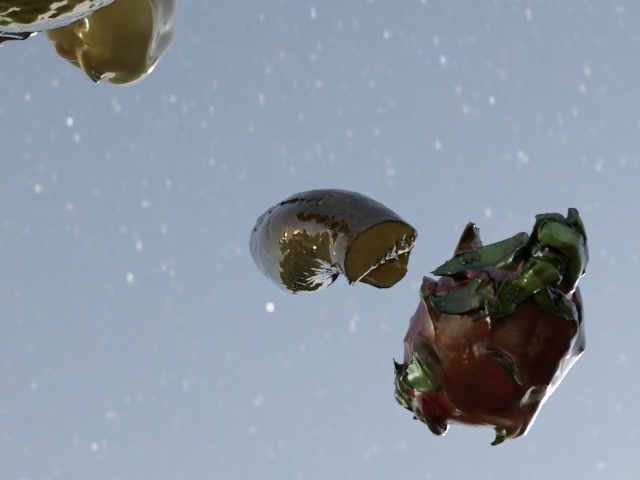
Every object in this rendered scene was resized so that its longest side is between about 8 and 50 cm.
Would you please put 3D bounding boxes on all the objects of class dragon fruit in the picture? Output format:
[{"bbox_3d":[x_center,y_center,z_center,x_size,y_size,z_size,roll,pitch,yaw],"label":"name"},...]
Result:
[{"bbox_3d":[0.166,0.080,1.702,0.200,0.198,0.269,-20,-35,-14],"label":"dragon fruit"}]

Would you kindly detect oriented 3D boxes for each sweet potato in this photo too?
[{"bbox_3d":[-0.001,0.007,1.420,0.112,0.085,0.286,10,-6,-10],"label":"sweet potato"}]

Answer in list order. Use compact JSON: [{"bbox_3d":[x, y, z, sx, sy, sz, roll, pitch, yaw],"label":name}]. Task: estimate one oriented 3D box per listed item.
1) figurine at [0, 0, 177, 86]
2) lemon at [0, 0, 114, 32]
[{"bbox_3d":[-0.209,-0.185,1.332,0.196,0.114,0.108,8,-62,4],"label":"figurine"},{"bbox_3d":[-0.196,-0.262,1.114,0.267,0.267,0.267,-2,-38,-2],"label":"lemon"}]
